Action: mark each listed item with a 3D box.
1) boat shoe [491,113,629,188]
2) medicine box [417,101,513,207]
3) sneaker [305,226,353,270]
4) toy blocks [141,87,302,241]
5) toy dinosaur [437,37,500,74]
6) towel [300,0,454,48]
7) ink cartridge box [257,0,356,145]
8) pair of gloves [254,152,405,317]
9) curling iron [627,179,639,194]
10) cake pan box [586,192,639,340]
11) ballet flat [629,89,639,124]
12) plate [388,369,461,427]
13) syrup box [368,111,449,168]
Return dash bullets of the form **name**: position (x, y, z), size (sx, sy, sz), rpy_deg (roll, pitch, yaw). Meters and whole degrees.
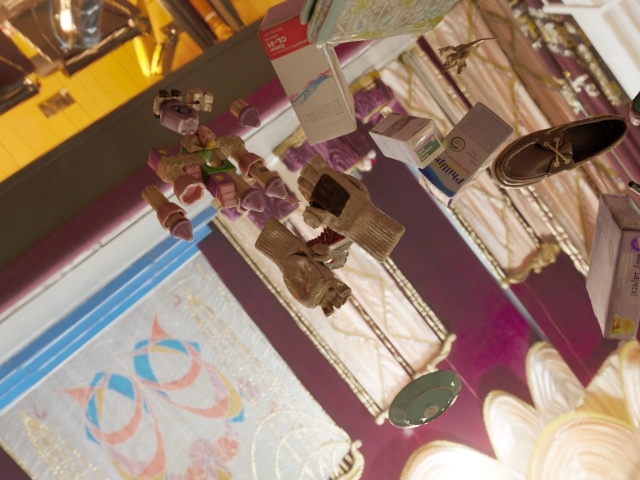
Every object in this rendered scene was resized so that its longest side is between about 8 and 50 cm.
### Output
- **boat shoe**: position (0.545, -0.208, 1.327), size (0.324, 0.116, 0.097), rpy_deg (-21, -179, -11)
- **medicine box**: position (0.467, -0.271, 1.920), size (0.289, 0.149, 0.263), rpy_deg (-48, 170, 4)
- **sneaker**: position (0.038, 0.013, 1.394), size (0.225, 0.093, 0.088), rpy_deg (-37, -147, 42)
- **toy blocks**: position (-0.219, -0.153, 1.344), size (0.288, 0.260, 0.309), rpy_deg (-18, 142, -42)
- **toy dinosaur**: position (0.304, -0.403, 1.245), size (0.093, 0.053, 0.183), rpy_deg (-22, 178, -8)
- **towel**: position (0.151, -0.511, 1.048), size (0.320, 0.090, 0.374), rpy_deg (-19, 162, -27)
- **ink cartridge box**: position (-0.025, -0.423, 1.435), size (0.131, 0.306, 0.226), rpy_deg (-17, -148, 13)
- **pair of gloves**: position (0.000, 0.000, 0.965), size (0.240, 0.204, 0.042), rpy_deg (-51, 163, 31)
- **curling iron**: position (0.833, -0.115, 1.435), size (0.035, 0.274, 0.068), rpy_deg (27, -73, 57)
- **cake pan box**: position (0.639, 0.046, 1.262), size (0.070, 0.245, 0.267), rpy_deg (6, -159, 14)
- **ballet flat**: position (0.801, -0.365, 1.384), size (0.221, 0.077, 0.079), rpy_deg (-52, 164, -6)
- **plate**: position (0.241, 0.366, 1.315), size (0.188, 0.188, 0.024), rpy_deg (-39, -138, 4)
- **syrup box**: position (0.232, -0.272, 1.563), size (0.093, 0.096, 0.237), rpy_deg (-41, -154, -4)
